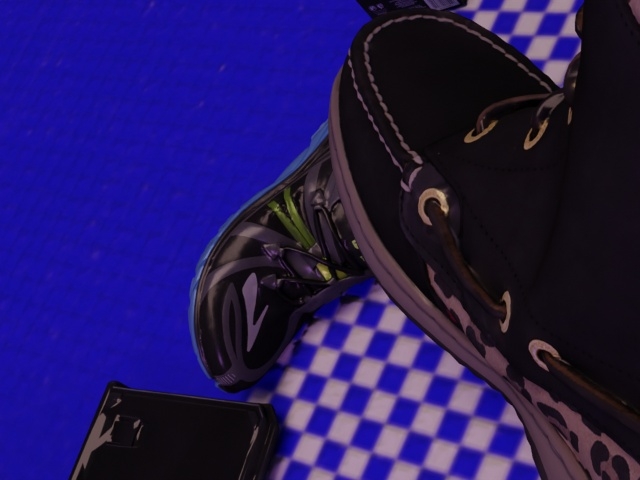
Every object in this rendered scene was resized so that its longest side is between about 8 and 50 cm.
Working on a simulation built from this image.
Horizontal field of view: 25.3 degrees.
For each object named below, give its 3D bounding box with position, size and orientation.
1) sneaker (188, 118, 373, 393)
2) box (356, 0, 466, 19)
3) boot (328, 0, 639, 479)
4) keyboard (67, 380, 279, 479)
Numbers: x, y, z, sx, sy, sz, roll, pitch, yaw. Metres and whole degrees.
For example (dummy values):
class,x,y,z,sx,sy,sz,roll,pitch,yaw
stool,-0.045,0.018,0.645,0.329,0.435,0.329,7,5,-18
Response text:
class,x,y,z,sx,sy,sz,roll,pitch,yaw
sneaker,0.000,0.000,0.750,0.188,0.067,0.078,-50,37,-7
box,0.053,-0.179,0.847,0.062,0.052,0.083,-11,56,32
boot,0.113,-0.053,0.527,0.138,0.284,0.377,-11,45,-15
keyboard,-0.143,0.221,0.734,0.201,0.033,0.317,3,62,34
